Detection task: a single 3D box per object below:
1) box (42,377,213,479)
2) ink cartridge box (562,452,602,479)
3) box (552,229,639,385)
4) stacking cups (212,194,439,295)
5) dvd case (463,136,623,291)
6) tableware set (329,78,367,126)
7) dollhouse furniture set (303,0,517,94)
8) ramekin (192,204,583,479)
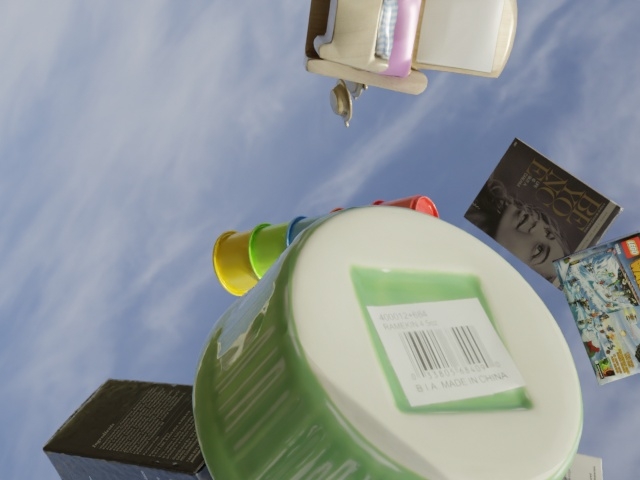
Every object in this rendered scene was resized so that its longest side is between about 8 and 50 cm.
[{"bbox_3d":[-0.139,0.228,0.864,0.207,0.153,0.108,-1,-147,34],"label":"box"},{"bbox_3d":[0.287,0.413,1.427,0.272,0.197,0.114,13,-134,1],"label":"ink cartridge box"},{"bbox_3d":[0.306,0.069,0.915,0.094,0.027,0.137,-20,-91,15],"label":"box"},{"bbox_3d":[0.000,0.000,1.155,0.316,0.096,0.096,-15,-125,37],"label":"stacking cups"},{"bbox_3d":[0.364,-0.046,1.479,0.221,0.018,0.164,41,-72,30],"label":"dvd case"},{"bbox_3d":[0.022,-0.225,1.099,0.020,0.169,0.141,-13,-100,-16],"label":"tableware set"},{"bbox_3d":[0.114,-0.185,0.369,0.303,0.198,0.286,-102,-161,-74],"label":"dollhouse furniture set"},{"bbox_3d":[0.063,0.115,0.725,0.148,0.303,0.303,-54,-145,42],"label":"ramekin"}]
